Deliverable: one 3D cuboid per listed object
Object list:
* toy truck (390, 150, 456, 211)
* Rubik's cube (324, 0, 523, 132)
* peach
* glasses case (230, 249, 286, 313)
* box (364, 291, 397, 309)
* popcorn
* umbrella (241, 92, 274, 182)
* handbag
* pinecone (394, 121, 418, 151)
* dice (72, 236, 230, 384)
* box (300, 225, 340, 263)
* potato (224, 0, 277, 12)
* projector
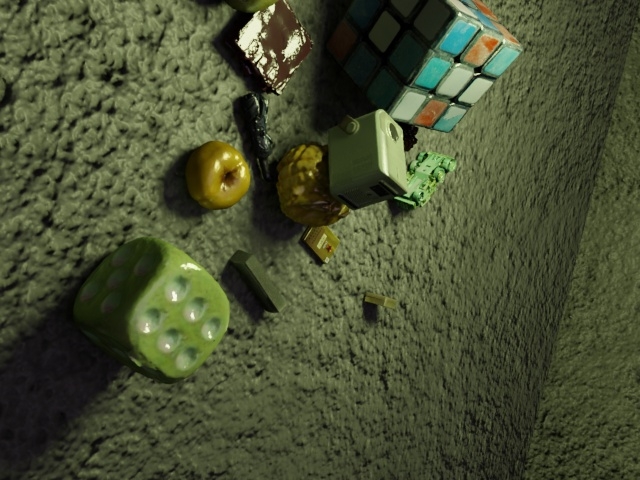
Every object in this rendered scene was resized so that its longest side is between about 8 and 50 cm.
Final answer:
[{"bbox_3d":[0.354,-0.188,2.278,0.259,0.128,0.135,-43,139,-32],"label":"toy truck"},{"bbox_3d":[0.290,-0.556,1.889,0.359,0.362,0.363,1,139,-42],"label":"Rubik's cube"},{"bbox_3d":[-0.260,-0.160,1.675,0.179,0.103,0.179,-7,99,-45],"label":"peach"},{"bbox_3d":[-0.172,0.117,1.839,0.047,0.071,0.205,-47,128,-24],"label":"glasses case"},{"bbox_3d":[0.200,0.201,2.221,0.079,0.083,0.035,20,83,-53],"label":"box"},{"bbox_3d":[-0.021,-0.151,1.858,0.250,0.190,0.250,-6,100,-40],"label":"popcorn"},{"bbox_3d":[-0.161,-0.271,1.779,0.071,0.071,0.248,-24,116,-40],"label":"umbrella"},{"bbox_3d":[-0.136,-0.519,1.752,0.203,0.074,0.216,46,68,-40],"label":"handbag"},{"bbox_3d":[0.249,-0.349,2.138,0.140,0.140,0.120,24,48,-45],"label":"pinecone"},{"bbox_3d":[-0.382,0.161,1.508,0.254,0.250,0.252,-54,130,-23],"label":"dice"},{"bbox_3d":[0.000,0.000,2.024,0.133,0.023,0.090,48,66,-40],"label":"box"},{"bbox_3d":[-0.156,-0.675,1.634,0.159,0.174,0.251,99,6,-58],"label":"potato"},{"bbox_3d":[0.124,-0.224,1.779,0.163,0.177,0.242,34,46,-50],"label":"projector"}]
